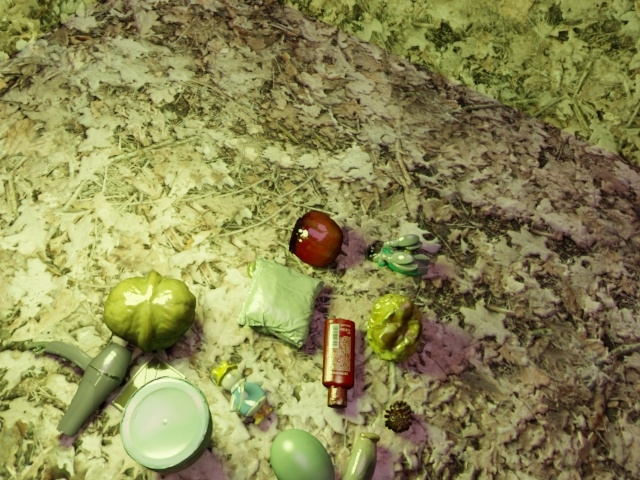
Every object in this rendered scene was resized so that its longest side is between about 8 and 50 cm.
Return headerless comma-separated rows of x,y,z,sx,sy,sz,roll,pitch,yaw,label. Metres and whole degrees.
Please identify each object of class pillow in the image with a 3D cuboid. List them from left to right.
-0.143,0.227,1.733,0.283,0.138,0.310,18,56,-4,pillow

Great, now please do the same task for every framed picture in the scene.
-0.577,0.503,1.567,0.150,0.015,0.203,31,59,11,framed picture

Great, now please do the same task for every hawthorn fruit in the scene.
0.000,0.000,1.862,0.249,0.215,0.215,26,58,9,hawthorn fruit

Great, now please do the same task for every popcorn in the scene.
0.275,0.307,1.687,0.205,0.252,0.237,20,54,11,popcorn

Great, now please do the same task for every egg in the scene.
-0.055,0.693,1.440,0.231,0.168,0.168,44,62,10,egg

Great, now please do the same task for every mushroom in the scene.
0.098,0.771,1.463,0.109,0.097,0.351,42,56,-8,mushroom

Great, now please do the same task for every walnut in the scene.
-0.574,0.240,1.584,0.281,0.277,0.253,29,63,-4,walnut

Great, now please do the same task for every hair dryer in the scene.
-0.837,0.434,1.539,0.361,0.121,0.301,23,66,16,hair dryer

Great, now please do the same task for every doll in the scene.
-0.267,0.504,1.568,0.241,0.099,0.135,40,84,17,doll
0.320,0.070,1.896,0.258,0.153,0.195,-6,46,-7,doll

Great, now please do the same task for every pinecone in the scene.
0.273,0.603,1.595,0.102,0.102,0.109,37,50,14,pinecone

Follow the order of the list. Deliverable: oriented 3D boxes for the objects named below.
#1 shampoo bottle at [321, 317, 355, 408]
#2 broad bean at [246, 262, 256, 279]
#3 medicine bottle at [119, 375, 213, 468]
0.066,0.437,1.673,0.118,0.076,0.315,7,58,-6,shampoo bottle
-0.259,0.127,1.836,0.063,0.045,0.083,-31,75,-36,broad bean
-0.443,0.562,1.391,0.244,0.290,0.245,4,60,-6,medicine bottle
